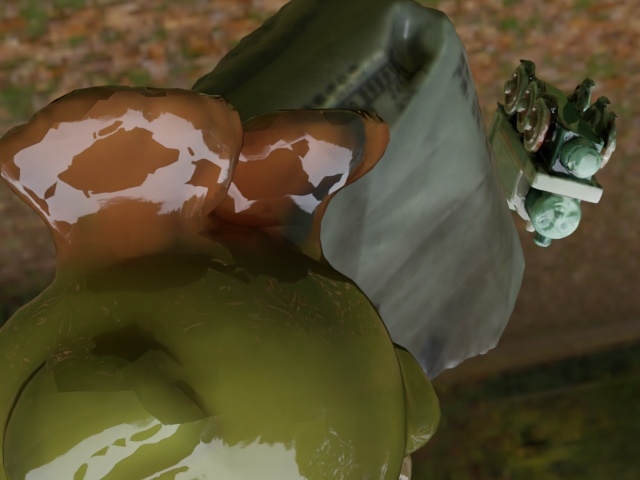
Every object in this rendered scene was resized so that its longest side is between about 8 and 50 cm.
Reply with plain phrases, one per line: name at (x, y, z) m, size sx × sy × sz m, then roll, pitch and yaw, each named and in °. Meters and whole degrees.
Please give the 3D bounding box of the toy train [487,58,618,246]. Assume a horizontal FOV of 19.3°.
toy train at (0.185, -0.070, 1.544) m, size 0.081 × 0.125 × 0.194 m, roll 13°, pitch -160°, yaw -10°

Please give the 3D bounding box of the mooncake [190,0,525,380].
mooncake at (-0.005, -0.002, 1.021) m, size 0.136 × 0.254 × 0.250 m, roll 13°, pitch -135°, yaw 32°

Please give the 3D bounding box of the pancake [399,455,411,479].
pancake at (-0.086, 0.238, 1.279) m, size 0.387 × 0.387 × 0.082 m, roll -6°, pitch -162°, yaw -34°

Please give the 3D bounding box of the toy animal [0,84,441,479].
toy animal at (-0.055, 0.111, 0.803) m, size 0.191 × 0.338 × 0.216 m, roll -16°, pitch 169°, yaw 37°
